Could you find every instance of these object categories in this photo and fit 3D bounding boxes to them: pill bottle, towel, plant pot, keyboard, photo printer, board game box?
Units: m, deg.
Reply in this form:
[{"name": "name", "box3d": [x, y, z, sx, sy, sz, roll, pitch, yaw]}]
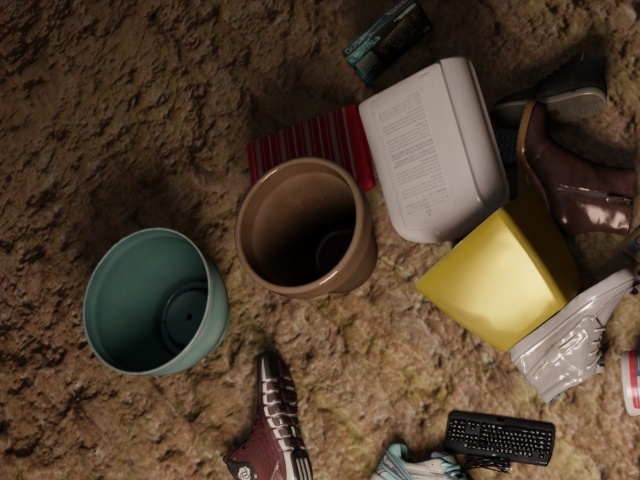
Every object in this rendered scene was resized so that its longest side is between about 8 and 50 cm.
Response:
[{"name": "pill bottle", "box3d": [0.581, 0.225, 1.451, 0.180, 0.108, 0.108, -6, 70, 22]}, {"name": "towel", "box3d": [-0.022, -0.159, 1.906, 0.274, 0.031, 0.199, -17, 68, 21]}, {"name": "plant pot", "box3d": [0.000, 0.000, 1.725, 0.263, 0.229, 0.263, -8, 70, 22]}, {"name": "plant pot", "box3d": [-0.302, 0.141, 1.836, 0.293, 0.196, 0.293, -8, 70, 23]}, {"name": "keyboard", "box3d": [0.306, 0.355, 1.574, 0.192, 0.038, 0.100, 2, 74, 26]}, {"name": "photo printer", "box3d": [0.210, -0.152, 1.667, 0.256, 0.107, 0.308, -21, 84, 52]}, {"name": "plant pot", "box3d": [0.325, 0.063, 1.556, 0.212, 0.212, 0.187, -44, 79, 28]}, {"name": "board game box", "box3d": [0.138, -0.414, 1.863, 0.186, 0.126, 0.026, -41, 61, 7]}]

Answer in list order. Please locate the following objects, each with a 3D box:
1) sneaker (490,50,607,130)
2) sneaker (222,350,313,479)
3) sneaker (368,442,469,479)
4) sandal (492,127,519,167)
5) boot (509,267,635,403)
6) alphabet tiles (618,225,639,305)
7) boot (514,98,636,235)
[{"name": "sneaker", "box3d": [0.436, -0.280, 1.720, 0.222, 0.083, 0.118, -6, 50, 31]}, {"name": "sneaker", "box3d": [-0.124, 0.362, 1.734, 0.162, 0.106, 0.281, -22, 65, 20]}, {"name": "sneaker", "box3d": [0.216, 0.427, 1.552, 0.283, 0.110, 0.122, 14, 76, 28]}, {"name": "sandal", "box3d": [0.279, -0.191, 1.772, 0.254, 0.054, 0.097, 18, 88, 19]}, {"name": "boot", "box3d": [0.453, 0.167, 1.538, 0.258, 0.095, 0.123, -44, 66, 23]}, {"name": "alphabet tiles", "box3d": [0.660, -0.004, 1.483, 0.342, 0.011, 0.285, -47, 36, 4]}, {"name": "boot", "box3d": [0.459, -0.130, 1.633, 0.206, 0.090, 0.249, 3, 90, 18]}]
